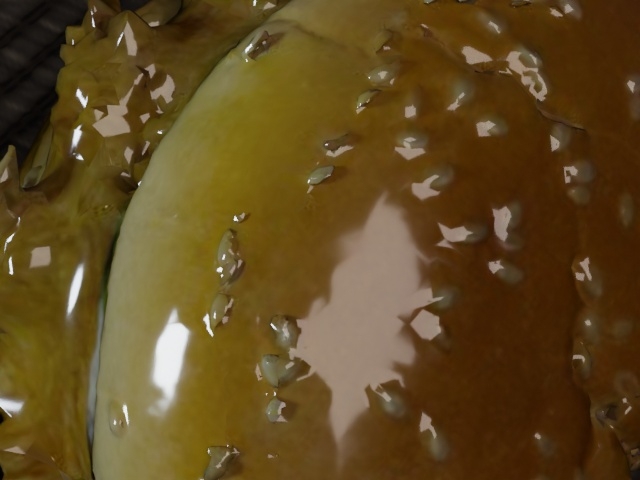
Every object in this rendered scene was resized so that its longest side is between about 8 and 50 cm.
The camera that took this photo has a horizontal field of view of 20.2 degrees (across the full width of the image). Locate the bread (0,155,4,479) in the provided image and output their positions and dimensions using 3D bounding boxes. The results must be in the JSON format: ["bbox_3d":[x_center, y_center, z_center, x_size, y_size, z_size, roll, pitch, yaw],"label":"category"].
[{"bbox_3d":[-0.189,0.070,0.826,0.098,0.087,0.269,3,83,-17],"label":"bread"}]

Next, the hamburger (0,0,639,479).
[{"bbox_3d":[0.000,0.000,0.779,0.287,0.268,0.445,38,74,-25],"label":"hamburger"}]
